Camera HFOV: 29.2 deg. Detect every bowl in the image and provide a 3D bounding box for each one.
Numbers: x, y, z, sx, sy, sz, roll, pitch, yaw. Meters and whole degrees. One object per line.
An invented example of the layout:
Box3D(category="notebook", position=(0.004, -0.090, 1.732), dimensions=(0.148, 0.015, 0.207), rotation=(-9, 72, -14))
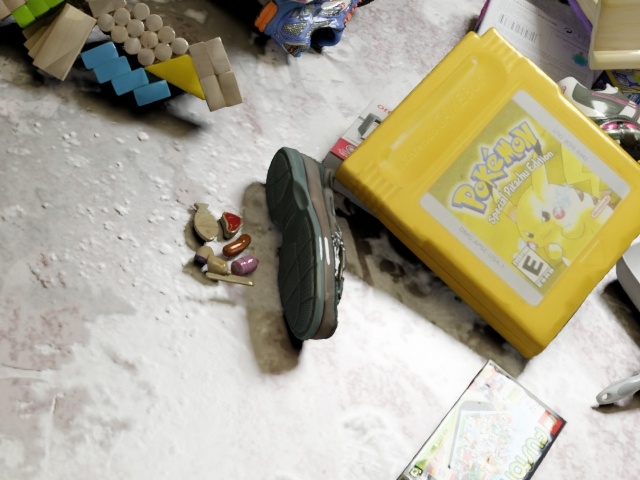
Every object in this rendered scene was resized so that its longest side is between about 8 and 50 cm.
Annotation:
Box3D(category="bowl", position=(0.454, 0.065, 1.584), dimensions=(0.142, 0.053, 0.142), rotation=(-14, 59, -34))

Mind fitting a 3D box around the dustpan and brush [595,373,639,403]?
Box3D(category="dustpan and brush", position=(0.420, 0.150, 1.475), dimensions=(0.211, 0.060, 0.147), rotation=(-20, 97, -6))

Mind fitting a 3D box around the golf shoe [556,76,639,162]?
Box3D(category="golf shoe", position=(0.422, -0.159, 1.680), dimensions=(0.273, 0.105, 0.120), rotation=(6, 57, -47))

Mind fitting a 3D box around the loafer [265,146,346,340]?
Box3D(category="loafer", position=(0.000, 0.000, 1.396), dimensions=(0.084, 0.096, 0.267), rotation=(11, 46, -25))

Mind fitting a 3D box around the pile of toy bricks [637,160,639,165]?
Box3D(category="pile of toy bricks", position=(0.335, -0.050, 1.608), dimensions=(0.212, 0.118, 0.105), rotation=(-18, 32, -18))

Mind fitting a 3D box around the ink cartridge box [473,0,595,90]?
Box3D(category="ink cartridge box", position=(0.290, -0.225, 1.746), dimensions=(0.185, 0.065, 0.311), rotation=(28, 43, -5))

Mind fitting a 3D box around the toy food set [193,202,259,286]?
Box3D(category="toy food set", position=(-0.107, 0.009, 1.386), dimensions=(0.078, 0.019, 0.122), rotation=(11, 40, -18))

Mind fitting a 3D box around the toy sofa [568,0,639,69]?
Box3D(category="toy sofa", position=(0.425, -0.354, 1.814), dimensions=(0.150, 0.177, 0.362), rotation=(-1, 34, -6))

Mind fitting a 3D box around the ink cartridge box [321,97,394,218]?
Box3D(category="ink cartridge box", position=(0.071, -0.105, 1.542), dimensions=(0.099, 0.056, 0.135), rotation=(33, 46, 4))

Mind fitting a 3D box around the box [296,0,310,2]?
Box3D(category="box", position=(-0.033, -0.425, 1.661), dimensions=(0.213, 0.117, 0.243), rotation=(17, 36, 34))

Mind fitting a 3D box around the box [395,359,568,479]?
Box3D(category="box", position=(0.174, 0.229, 1.319), dimensions=(0.114, 0.036, 0.207), rotation=(38, 46, 8))

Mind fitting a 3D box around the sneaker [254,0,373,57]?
Box3D(category="sneaker", position=(0.007, -0.307, 1.681), dimensions=(0.221, 0.083, 0.087), rotation=(-31, 85, -36))

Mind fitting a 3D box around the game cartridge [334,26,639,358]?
Box3D(category="game cartridge", position=(0.224, -0.068, 1.481), dimensions=(0.323, 0.052, 0.285), rotation=(43, 70, -1))

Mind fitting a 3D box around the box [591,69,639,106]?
Box3D(category="box", position=(0.496, -0.225, 1.853), dimensions=(0.169, 0.054, 0.059), rotation=(-2, 53, -28))

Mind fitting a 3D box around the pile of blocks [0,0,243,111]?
Box3D(category="pile of blocks", position=(-0.262, -0.248, 1.490), dimensions=(0.362, 0.149, 0.112), rotation=(33, 2, -9))
